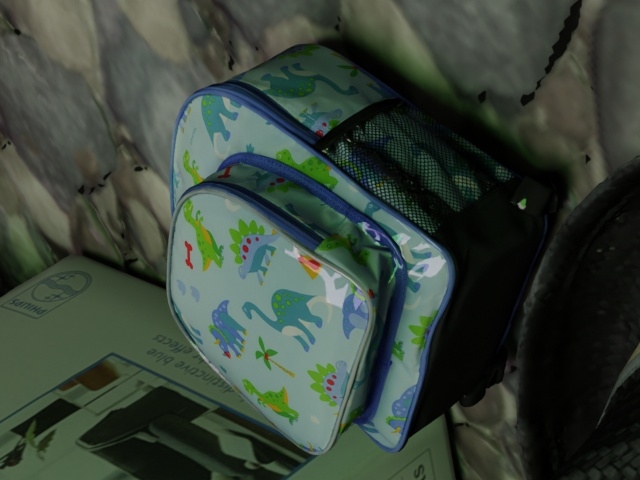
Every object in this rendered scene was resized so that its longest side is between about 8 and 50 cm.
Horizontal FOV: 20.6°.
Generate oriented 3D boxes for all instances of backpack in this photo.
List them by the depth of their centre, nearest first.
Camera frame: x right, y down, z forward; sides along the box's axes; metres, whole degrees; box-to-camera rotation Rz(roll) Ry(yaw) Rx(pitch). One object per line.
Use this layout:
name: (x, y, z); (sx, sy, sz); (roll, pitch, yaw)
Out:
backpack: (0.000, 0.000, 0.549); (0.114, 0.084, 0.105); (41, 141, 26)

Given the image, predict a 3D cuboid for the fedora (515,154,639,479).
fedora: (0.143, 0.131, 0.416); (0.334, 0.152, 0.334); (31, 139, 32)

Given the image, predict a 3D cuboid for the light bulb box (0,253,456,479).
light bulb box: (-0.121, 0.258, 0.667); (0.225, 0.361, 0.358); (18, 130, 43)
